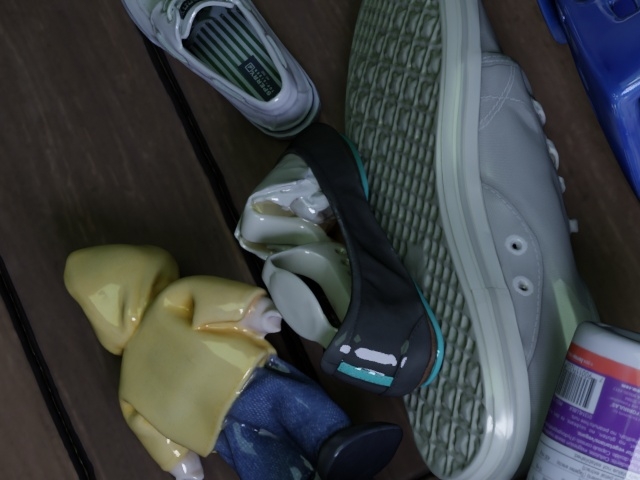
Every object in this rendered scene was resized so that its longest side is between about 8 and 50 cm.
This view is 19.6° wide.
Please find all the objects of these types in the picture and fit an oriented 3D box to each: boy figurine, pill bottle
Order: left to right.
[{"bbox_3d":[-0.081,0.102,1.344,0.285,0.092,0.177,36,119,29],"label":"boy figurine"},{"bbox_3d":[0.183,0.156,1.160,0.108,0.108,0.193,19,95,20],"label":"pill bottle"}]

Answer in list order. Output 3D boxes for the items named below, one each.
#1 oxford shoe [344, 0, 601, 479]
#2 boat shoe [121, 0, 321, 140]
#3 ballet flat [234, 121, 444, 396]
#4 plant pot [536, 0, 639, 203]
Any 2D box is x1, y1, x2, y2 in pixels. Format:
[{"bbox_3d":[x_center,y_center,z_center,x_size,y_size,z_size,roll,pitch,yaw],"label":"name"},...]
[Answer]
[{"bbox_3d":[0.113,-0.033,1.328,0.130,0.169,0.449,4,60,-24],"label":"oxford shoe"},{"bbox_3d":[-0.084,-0.172,1.447,0.226,0.076,0.083,41,87,23],"label":"boat shoe"},{"bbox_3d":[0.000,0.000,1.299,0.096,0.095,0.280,3,33,-23],"label":"ballet flat"},{"bbox_3d":[0.266,-0.182,1.274,0.236,0.236,0.212,-31,62,5],"label":"plant pot"}]
